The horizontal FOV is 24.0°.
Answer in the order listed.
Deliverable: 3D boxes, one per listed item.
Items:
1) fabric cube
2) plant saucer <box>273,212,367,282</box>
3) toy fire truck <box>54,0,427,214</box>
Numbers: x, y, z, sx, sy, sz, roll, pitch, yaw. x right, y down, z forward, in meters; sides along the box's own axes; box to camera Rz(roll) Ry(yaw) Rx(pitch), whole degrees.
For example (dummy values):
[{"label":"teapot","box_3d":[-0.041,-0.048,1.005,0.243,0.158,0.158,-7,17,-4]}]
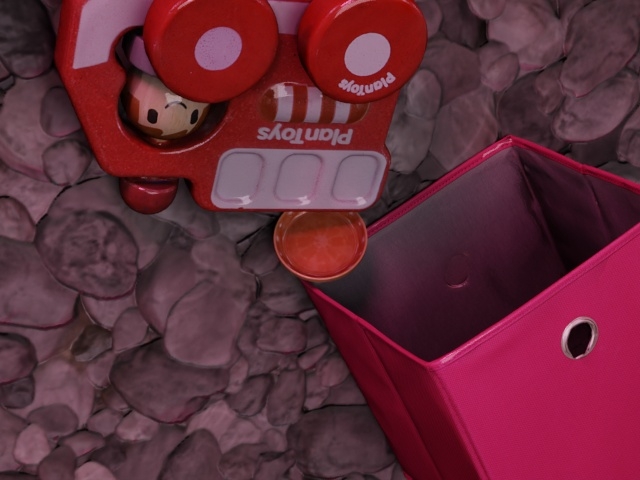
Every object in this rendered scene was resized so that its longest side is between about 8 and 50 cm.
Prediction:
[{"label":"fabric cube","box_3d":[0.180,0.100,1.346,0.254,0.259,0.258,-32,117,-14]},{"label":"plant saucer","box_3d":[0.000,0.000,1.340,0.083,0.083,0.013,-29,157,-14]},{"label":"toy fire truck","box_3d":[-0.065,-0.127,1.228,0.302,0.169,0.254,-2,126,-23]}]
